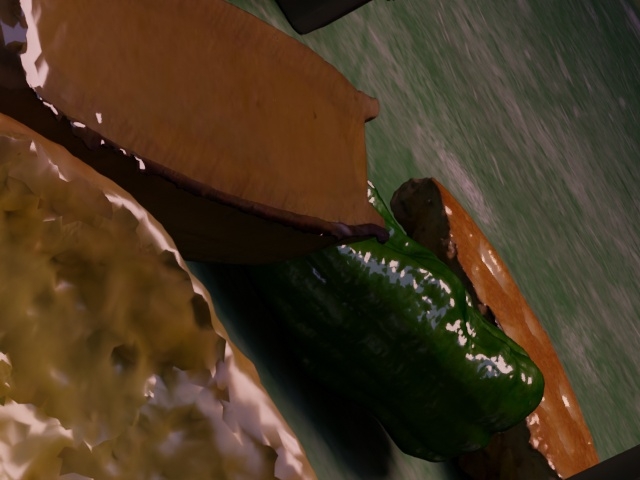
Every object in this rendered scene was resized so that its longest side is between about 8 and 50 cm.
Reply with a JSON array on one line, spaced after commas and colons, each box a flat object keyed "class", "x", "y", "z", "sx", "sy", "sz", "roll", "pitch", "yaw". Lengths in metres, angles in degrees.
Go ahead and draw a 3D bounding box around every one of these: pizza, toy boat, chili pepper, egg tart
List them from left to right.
[{"class": "egg tart", "x": -0.083, "y": 0.092, "z": 0.427, "sx": 0.294, "sy": 0.123, "sz": 0.294, "roll": 52, "pitch": 17, "yaw": -23}, {"class": "toy boat", "x": -0.081, "y": -0.041, "z": 0.629, "sx": 0.321, "sy": 0.121, "sz": 0.089, "roll": 13, "pitch": 73, "yaw": -65}, {"class": "chili pepper", "x": 0.000, "y": 0.000, "z": 0.852, "sx": 0.253, "sy": 0.083, "sz": 0.099, "roll": 52, "pitch": 18, "yaw": -8}, {"class": "pizza", "x": 0.095, "y": 0.082, "z": 0.998, "sx": 0.246, "sy": 0.058, "sz": 0.127, "roll": 61, "pitch": 17, "yaw": 0}]

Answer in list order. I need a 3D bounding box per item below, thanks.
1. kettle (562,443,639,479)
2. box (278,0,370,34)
[{"class": "kettle", "x": 0.109, "y": 0.141, "z": 0.801, "sx": 0.127, "sy": 0.148, "sz": 0.098, "roll": 48, "pitch": 22, "yaw": -28}, {"class": "box", "x": -0.003, "y": -0.186, "z": 1.141, "sx": 0.122, "sy": 0.069, "sz": 0.084, "roll": 59, "pitch": 20, "yaw": -1}]
